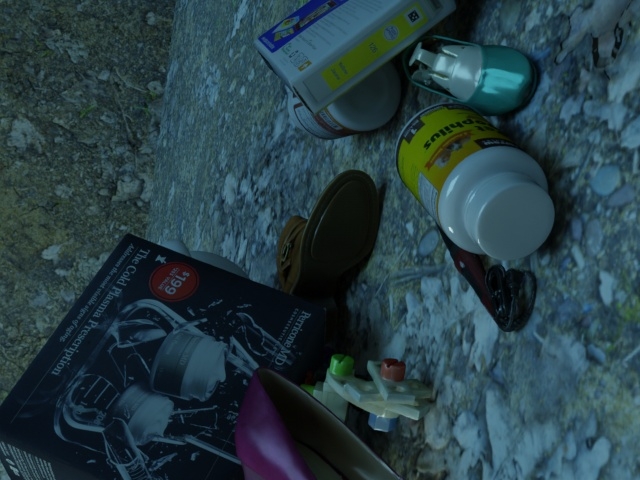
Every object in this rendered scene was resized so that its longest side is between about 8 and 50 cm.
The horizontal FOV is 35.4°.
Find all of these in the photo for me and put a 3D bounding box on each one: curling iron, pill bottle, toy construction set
[{"bbox_3d":[0.171,0.009,1.123,0.274,0.035,0.068,-116,44,-57],"label":"curling iron"},{"bbox_3d":[0.163,-0.062,1.059,0.215,0.117,0.117,-121,44,-61],"label":"pill bottle"},{"bbox_3d":[0.026,-0.215,1.501,0.216,0.121,0.121,-178,97,-70],"label":"pill bottle"},{"bbox_3d":[0.016,0.272,1.250,0.215,0.151,0.328,-59,-7,-75],"label":"toy construction set"}]

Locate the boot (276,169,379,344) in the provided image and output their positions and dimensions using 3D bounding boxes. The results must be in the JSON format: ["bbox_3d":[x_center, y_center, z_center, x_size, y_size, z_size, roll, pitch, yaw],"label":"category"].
[{"bbox_3d":[0.000,0.000,1.530,0.220,0.109,0.283,-118,34,-65],"label":"boot"}]

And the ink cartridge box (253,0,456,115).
[{"bbox_3d":[0.067,-0.312,1.353,0.307,0.072,0.303,-34,23,1],"label":"ink cartridge box"}]

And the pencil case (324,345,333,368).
[{"bbox_3d":[-0.028,0.232,1.517,0.064,0.070,0.152,36,118,33],"label":"pencil case"}]

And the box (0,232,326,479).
[{"bbox_3d":[-0.199,0.208,1.330,0.179,0.312,0.343,93,-159,-52],"label":"box"}]

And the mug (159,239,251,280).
[{"bbox_3d":[-0.205,0.173,1.664,0.328,0.276,0.374,-122,20,-57],"label":"mug"}]

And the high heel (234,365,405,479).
[{"bbox_3d":[0.046,0.241,1.047,0.377,0.127,0.181,1,94,39],"label":"high heel"}]

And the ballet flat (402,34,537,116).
[{"bbox_3d":[0.159,-0.198,1.179,0.247,0.087,0.083,-140,63,-67],"label":"ballet flat"}]
